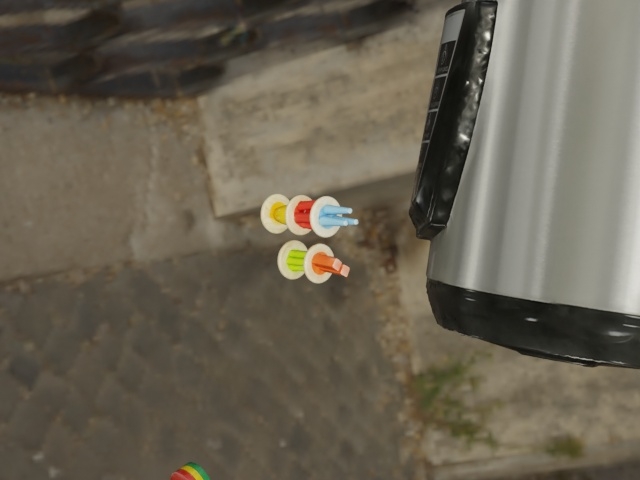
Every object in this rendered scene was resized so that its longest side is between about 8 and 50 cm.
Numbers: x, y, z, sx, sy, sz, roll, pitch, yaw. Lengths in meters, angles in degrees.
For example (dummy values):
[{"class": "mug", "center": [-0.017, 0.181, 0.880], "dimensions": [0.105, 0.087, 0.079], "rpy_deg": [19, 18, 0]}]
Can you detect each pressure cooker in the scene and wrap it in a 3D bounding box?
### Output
[{"class": "pressure cooker", "center": [0.284, -0.110, 1.163], "dimensions": [0.376, 0.370, 0.420], "rpy_deg": [6, 93, -39]}]

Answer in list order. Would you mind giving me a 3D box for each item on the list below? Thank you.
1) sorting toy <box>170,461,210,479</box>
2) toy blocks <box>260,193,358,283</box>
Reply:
[{"class": "sorting toy", "center": [-0.086, 0.383, 1.621], "dimensions": [0.274, 0.132, 0.046], "rpy_deg": [44, 50, 17]}, {"class": "toy blocks", "center": [0.000, 0.000, 1.845], "dimensions": [0.054, 0.148, 0.123], "rpy_deg": [-34, 115, -34]}]
